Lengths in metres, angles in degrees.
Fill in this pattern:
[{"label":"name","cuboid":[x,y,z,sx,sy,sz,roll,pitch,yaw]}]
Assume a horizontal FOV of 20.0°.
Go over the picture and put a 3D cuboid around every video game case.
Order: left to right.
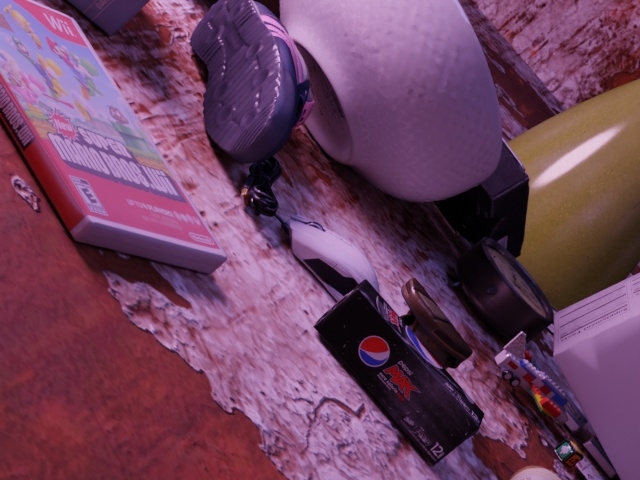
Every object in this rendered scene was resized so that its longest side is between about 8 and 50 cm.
[{"label":"video game case","cuboid":[-0.202,-0.100,1.486,0.285,0.025,0.204,56,17,23]}]

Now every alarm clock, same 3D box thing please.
[{"label":"alarm clock","cuboid":[0.227,0.071,2.148,0.192,0.064,0.129,32,23,-39]}]

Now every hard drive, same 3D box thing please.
[{"label":"hard drive","cuboid":[0.139,-0.143,2.235,0.339,0.064,0.237,54,-11,22]}]

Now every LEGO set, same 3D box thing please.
[{"label":"LEGO set","cuboid":[0.275,0.187,2.019,0.182,0.060,0.244,51,13,11]}]

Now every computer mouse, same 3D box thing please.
[{"label":"computer mouse","cuboid":[0.000,0.000,1.755,0.193,0.042,0.106,46,15,-10]}]

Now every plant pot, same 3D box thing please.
[{"label":"plant pot","cuboid":[0.389,-0.081,2.508,0.275,0.293,0.275,44,17,-17]}]

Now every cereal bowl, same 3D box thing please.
[{"label":"cereal bowl","cuboid":[0.052,-0.187,2.020,0.339,0.141,0.339,55,-18,27]}]

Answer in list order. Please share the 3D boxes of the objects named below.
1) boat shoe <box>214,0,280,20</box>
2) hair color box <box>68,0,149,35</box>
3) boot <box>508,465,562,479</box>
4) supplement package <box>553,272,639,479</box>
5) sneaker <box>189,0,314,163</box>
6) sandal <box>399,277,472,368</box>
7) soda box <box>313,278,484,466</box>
[{"label":"boat shoe","cuboid":[-0.119,-0.307,2.092,0.257,0.095,0.095,31,37,-31]},{"label":"hair color box","cuboid":[-0.302,-0.380,1.709,0.374,0.113,0.185,40,18,-30]},{"label":"boot","cuboid":[0.238,0.305,1.621,0.213,0.077,0.165,45,15,4]},{"label":"supplement package","cuboid":[0.411,0.173,2.053,0.262,0.204,0.145,61,14,-10]},{"label":"sneaker","cuboid":[-0.048,-0.152,1.854,0.131,0.112,0.319,41,18,-26]},{"label":"sandal","cuboid":[0.096,0.093,1.743,0.090,0.060,0.219,51,-5,7]},{"label":"soda box","cuboid":[0.072,0.118,1.640,0.169,0.060,0.053,49,13,0]}]
